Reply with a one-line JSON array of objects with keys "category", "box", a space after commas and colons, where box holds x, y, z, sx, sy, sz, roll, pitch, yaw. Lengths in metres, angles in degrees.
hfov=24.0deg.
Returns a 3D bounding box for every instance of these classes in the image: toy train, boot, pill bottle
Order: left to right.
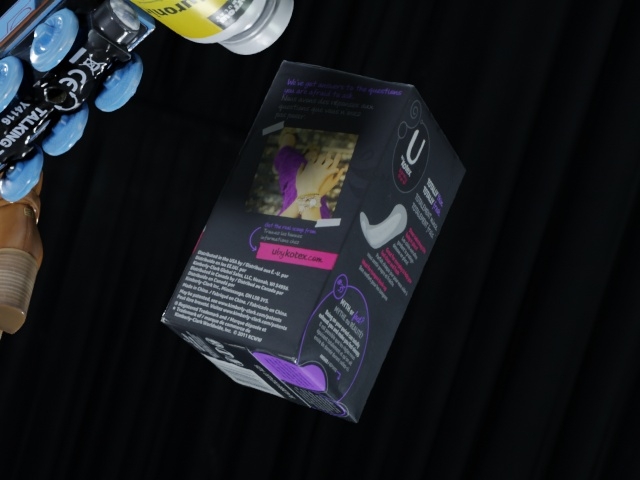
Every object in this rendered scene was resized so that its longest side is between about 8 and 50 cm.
[{"category": "boot", "box": [-0.305, 0.030, 1.339, 0.073, 0.152, 0.197, 29, 138, -35]}, {"category": "toy train", "box": [-0.188, -0.106, 0.977, 0.080, 0.184, 0.105, 32, -151, -38]}, {"category": "pill bottle", "box": [-0.064, -0.137, 0.743, 0.065, 0.065, 0.116, 21, 175, 37]}]

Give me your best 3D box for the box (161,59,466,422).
[{"category": "box", "box": [0.000, 0.000, 1.356, 0.143, 0.270, 0.165, 15, 161, 29]}]
